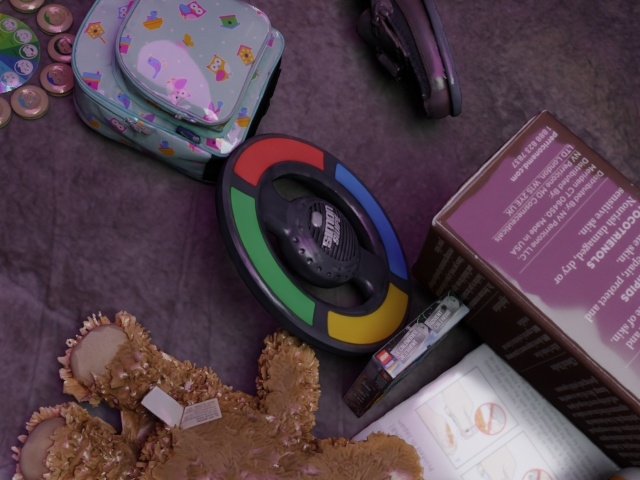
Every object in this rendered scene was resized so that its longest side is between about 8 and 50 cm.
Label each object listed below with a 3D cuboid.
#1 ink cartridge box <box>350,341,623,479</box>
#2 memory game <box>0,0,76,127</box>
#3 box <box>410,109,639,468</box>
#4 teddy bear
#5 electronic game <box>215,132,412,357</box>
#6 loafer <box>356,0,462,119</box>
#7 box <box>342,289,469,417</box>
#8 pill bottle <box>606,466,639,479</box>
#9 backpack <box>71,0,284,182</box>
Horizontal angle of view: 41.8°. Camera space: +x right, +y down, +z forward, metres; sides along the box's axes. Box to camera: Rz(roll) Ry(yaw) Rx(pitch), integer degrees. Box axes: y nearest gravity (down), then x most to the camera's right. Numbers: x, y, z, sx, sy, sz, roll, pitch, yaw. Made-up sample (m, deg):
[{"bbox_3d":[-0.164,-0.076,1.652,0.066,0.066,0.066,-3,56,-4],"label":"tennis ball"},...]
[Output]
[{"bbox_3d":[0.268,0.207,0.794,0.385,0.091,0.308,-34,78,-5],"label":"ink cartridge box"},{"bbox_3d":[-0.335,-0.195,0.847,0.186,0.012,0.186,4,67,-11],"label":"memory game"},{"bbox_3d":[0.261,0.089,0.679,0.143,0.191,0.381,-44,80,-9],"label":"box"},{"bbox_3d":[-0.087,0.187,0.705,0.337,0.113,0.245,6,59,-2],"label":"teddy bear"},{"bbox_3d":[0.000,0.000,0.770,0.229,0.048,0.229,28,43,-30],"label":"electronic game"},{"bbox_3d":[0.071,-0.252,0.924,0.095,0.109,0.303,-17,65,2],"label":"loafer"},{"bbox_3d":[0.072,0.103,0.743,0.094,0.137,0.027,-38,76,-24],"label":"box"},{"bbox_3d":[0.199,0.321,0.642,0.278,0.162,0.162,-41,80,-6],"label":"pill bottle"},{"bbox_3d":[-0.144,-0.165,0.808,0.188,0.144,0.166,21,70,0],"label":"backpack"}]
